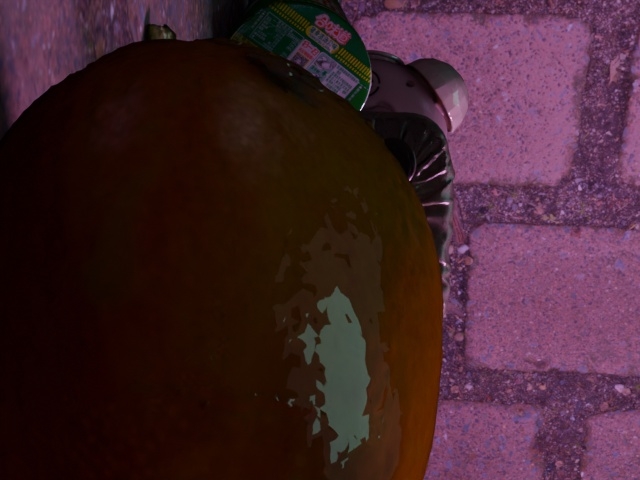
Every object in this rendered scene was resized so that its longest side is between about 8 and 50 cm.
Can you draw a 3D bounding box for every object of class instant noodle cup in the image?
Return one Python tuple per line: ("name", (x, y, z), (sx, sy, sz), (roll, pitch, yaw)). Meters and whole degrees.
("instant noodle cup", (-0.040, -0.270, 1.440), (0.232, 0.207, 0.207), (-94, -178, -58))

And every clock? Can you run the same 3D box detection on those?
("clock", (0.076, -0.185, 1.836), (0.184, 0.342, 0.325), (91, 12, -70))

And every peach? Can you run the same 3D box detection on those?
("peach", (-0.072, 0.071, 0.623), (0.373, 0.290, 0.372), (-16, -109, 55))

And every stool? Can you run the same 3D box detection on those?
("stool", (0.000, 0.000, 1.281), (0.226, 0.310, 0.310), (-47, 138, -70))

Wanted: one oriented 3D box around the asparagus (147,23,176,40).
("asparagus", (-0.153, -0.126, 1.027), (0.045, 0.041, 0.178), (-108, -162, -84))
